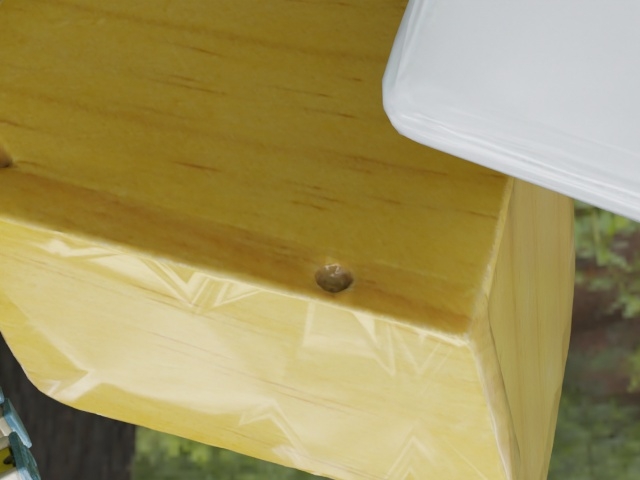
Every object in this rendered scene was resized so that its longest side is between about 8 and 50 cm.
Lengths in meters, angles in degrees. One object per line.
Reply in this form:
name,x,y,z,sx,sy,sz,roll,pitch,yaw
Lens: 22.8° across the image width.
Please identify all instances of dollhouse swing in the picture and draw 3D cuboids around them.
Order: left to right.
dollhouse swing,0.000,0.000,0.842,0.315,0.346,0.305,14,137,4

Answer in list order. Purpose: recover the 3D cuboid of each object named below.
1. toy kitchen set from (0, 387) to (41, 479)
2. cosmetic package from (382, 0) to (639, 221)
toy kitchen set,-0.303,0.120,1.402,0.122,0.166,0.207,-30,112,-6
cosmetic package,0.281,-0.111,0.483,0.394,0.327,0.329,20,-175,16
